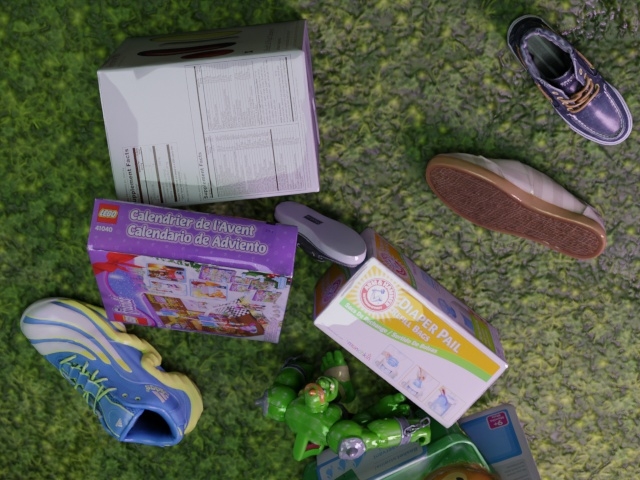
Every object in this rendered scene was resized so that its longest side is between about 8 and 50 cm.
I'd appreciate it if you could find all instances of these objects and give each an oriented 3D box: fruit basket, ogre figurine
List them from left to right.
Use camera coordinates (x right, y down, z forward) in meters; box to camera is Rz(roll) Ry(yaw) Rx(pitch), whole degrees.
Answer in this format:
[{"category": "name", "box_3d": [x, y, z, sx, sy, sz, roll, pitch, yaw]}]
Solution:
[{"category": "ogre figurine", "box_3d": [0.017, 0.192, 1.498, 0.197, 0.118, 0.097, 42, 125, 21]}, {"category": "fruit basket", "box_3d": [0.101, 0.347, 1.469, 0.327, 0.353, 0.165, -27, 117, 10]}]

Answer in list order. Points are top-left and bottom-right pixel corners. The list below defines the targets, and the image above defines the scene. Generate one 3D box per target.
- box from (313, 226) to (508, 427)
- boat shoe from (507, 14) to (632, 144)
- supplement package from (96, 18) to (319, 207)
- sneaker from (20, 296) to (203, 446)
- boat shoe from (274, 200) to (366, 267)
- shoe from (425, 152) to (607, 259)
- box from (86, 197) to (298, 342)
[{"category": "box", "box_3d": [0.098, 0.097, 1.512, 0.203, 0.114, 0.103, 39, 104, -11]}, {"category": "boat shoe", "box_3d": [0.271, -0.163, 1.437, 0.183, 0.083, 0.065, 43, 104, -13]}, {"category": "supplement package", "box_3d": [-0.108, -0.135, 1.390, 0.203, 0.194, 0.149, -6, 108, 2]}, {"category": "sneaker", "box_3d": [-0.240, 0.154, 1.527, 0.240, 0.126, 0.091, 31, 106, -10]}, {"category": "boat shoe", "box_3d": [0.000, 0.000, 1.481, 0.049, 0.142, 0.040, -19, 125, -34]}, {"category": "shoe", "box_3d": [0.220, -0.047, 1.498, 0.219, 0.058, 0.076, 25, 138, -4]}, {"category": "box", "box_3d": [-0.133, 0.039, 1.414, 0.201, 0.293, 0.057, 8, 72, -3]}]
